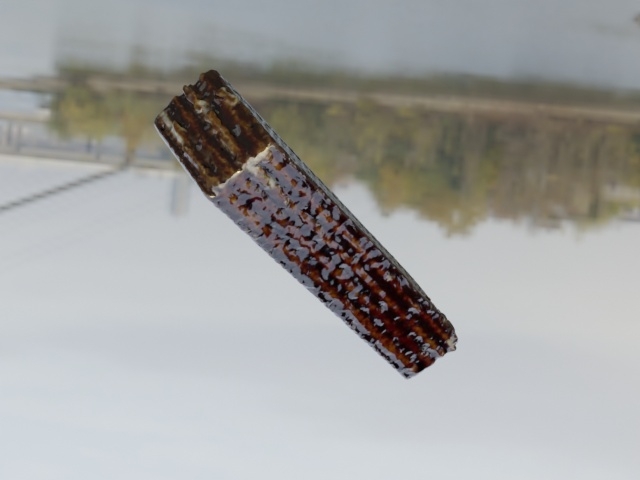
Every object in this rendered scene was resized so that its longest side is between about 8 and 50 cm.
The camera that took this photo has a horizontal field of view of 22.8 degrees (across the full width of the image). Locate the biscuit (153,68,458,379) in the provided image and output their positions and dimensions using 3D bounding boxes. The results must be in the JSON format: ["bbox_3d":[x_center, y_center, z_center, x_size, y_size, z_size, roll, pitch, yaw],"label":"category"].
[{"bbox_3d":[0.000,0.000,1.345,0.107,0.073,0.388,52,-175,39],"label":"biscuit"}]
